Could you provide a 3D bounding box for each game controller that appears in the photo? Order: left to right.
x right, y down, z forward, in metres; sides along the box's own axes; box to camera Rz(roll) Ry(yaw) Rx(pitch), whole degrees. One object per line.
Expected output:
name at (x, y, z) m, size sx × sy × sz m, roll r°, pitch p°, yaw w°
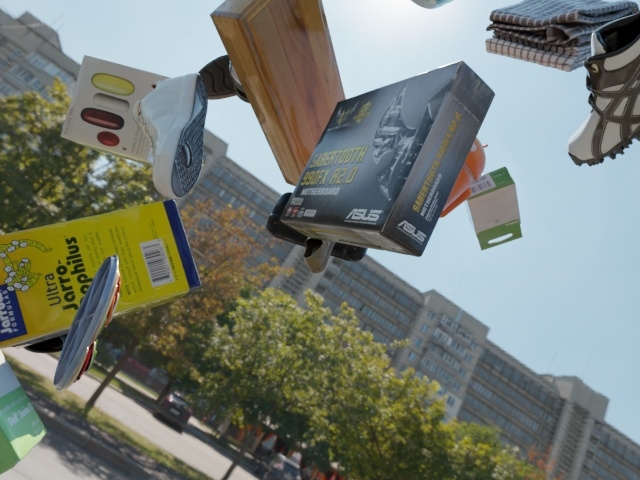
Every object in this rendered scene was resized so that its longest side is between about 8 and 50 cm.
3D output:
game controller at (0.000, -0.047, 1.426) m, size 0.320 × 0.166 × 0.067 m, roll 18°, pitch -33°, yaw 10°

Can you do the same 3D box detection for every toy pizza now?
toy pizza at (-0.328, 0.117, 0.677) m, size 0.032 × 0.201 × 0.201 m, roll 26°, pitch -18°, yaw -28°

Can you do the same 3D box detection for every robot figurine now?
robot figurine at (0.193, -0.118, 0.821) m, size 0.158 × 0.219 × 0.128 m, roll 48°, pitch 8°, yaw 5°

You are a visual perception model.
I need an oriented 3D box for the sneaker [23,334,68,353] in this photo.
sneaker at (-0.552, 0.173, 1.089) m, size 0.147 × 0.296 × 0.104 m, roll 49°, pitch -36°, yaw 41°

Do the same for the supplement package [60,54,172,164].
supplement package at (-0.440, -0.287, 1.082) m, size 0.203 × 0.194 × 0.149 m, roll 15°, pitch 0°, yaw 4°

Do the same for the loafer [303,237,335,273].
loafer at (0.000, 0.000, 1.015) m, size 0.056 × 0.147 × 0.050 m, roll -11°, pitch -41°, yaw 28°

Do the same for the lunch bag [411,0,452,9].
lunch bag at (0.134, -0.384, 0.504) m, size 0.176 × 0.218 × 0.090 m, roll 23°, pitch 1°, yaw -28°

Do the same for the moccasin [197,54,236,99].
moccasin at (-0.231, -0.563, 1.537) m, size 0.139 × 0.380 × 0.147 m, roll 61°, pitch 1°, yaw -5°

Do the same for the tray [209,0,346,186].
tray at (-0.046, -0.311, 0.932) m, size 0.076 × 0.202 × 0.410 m, roll 22°, pitch -26°, yaw 29°

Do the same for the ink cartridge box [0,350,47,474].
ink cartridge box at (-0.484, 0.122, 0.488) m, size 0.353 × 0.207 × 0.119 m, roll 62°, pitch -17°, yaw -2°

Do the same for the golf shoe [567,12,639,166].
golf shoe at (0.254, -0.134, 0.386) m, size 0.094 × 0.077 × 0.198 m, roll 40°, pitch -17°, yaw 8°

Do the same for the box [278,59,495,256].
box at (0.058, -0.085, 0.526) m, size 0.056 × 0.182 × 0.231 m, roll 30°, pitch -8°, yaw -28°

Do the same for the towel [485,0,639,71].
towel at (0.561, -0.503, 1.099) m, size 0.235 × 0.284 × 0.121 m, roll 38°, pitch -38°, yaw 42°

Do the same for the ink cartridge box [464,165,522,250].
ink cartridge box at (0.413, -0.071, 1.126) m, size 0.109 × 0.062 × 0.209 m, roll -21°, pitch -42°, yaw 13°

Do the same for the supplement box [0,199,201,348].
supplement box at (-0.455, 0.066, 0.944) m, size 0.194 × 0.357 × 0.195 m, roll -27°, pitch -100°, yaw 62°

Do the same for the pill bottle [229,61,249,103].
pill bottle at (-0.151, -0.422, 1.102) m, size 0.123 × 0.122 × 0.219 m, roll 34°, pitch -22°, yaw -2°

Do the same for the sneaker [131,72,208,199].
sneaker at (-0.281, -0.185, 0.845) m, size 0.123 × 0.289 × 0.105 m, roll -5°, pitch -37°, yaw 3°
